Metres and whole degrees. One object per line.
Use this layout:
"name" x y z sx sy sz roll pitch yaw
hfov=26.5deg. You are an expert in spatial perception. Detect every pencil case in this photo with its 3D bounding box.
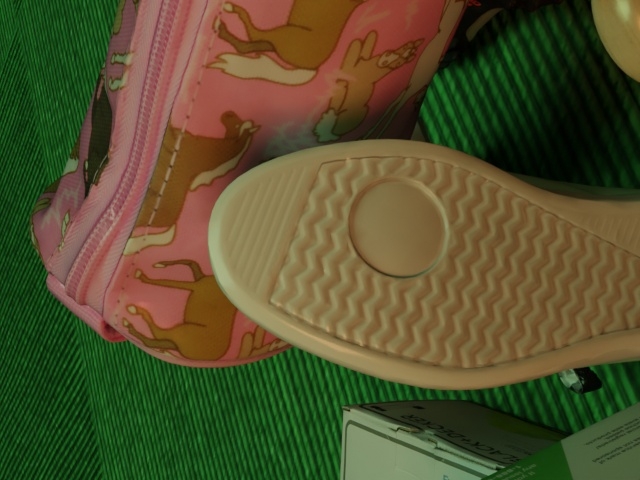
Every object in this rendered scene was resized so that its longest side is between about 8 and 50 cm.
"pencil case" -0.013 -0.116 0.560 0.160 0.167 0.386 -102 25 -44

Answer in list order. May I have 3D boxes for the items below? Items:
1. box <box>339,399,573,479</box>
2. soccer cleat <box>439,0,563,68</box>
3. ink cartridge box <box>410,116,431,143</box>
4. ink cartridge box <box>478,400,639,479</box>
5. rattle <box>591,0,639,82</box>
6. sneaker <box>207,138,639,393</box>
"box" 0.079 0.240 0.716 0.169 0.087 0.290 7 96 62
"soccer cleat" 0.066 -0.175 0.756 0.318 0.108 0.116 -13 61 62
"ink cartridge box" 0.000 0.000 0.774 0.109 0.150 0.063 72 179 -61
"ink cartridge box" 0.155 0.134 0.489 0.208 0.153 0.087 14 121 62
"rattle" 0.122 -0.085 0.520 0.142 0.199 0.130 11 99 62
"sneaker" 0.061 0.022 0.583 0.151 0.256 0.094 156 117 -67
